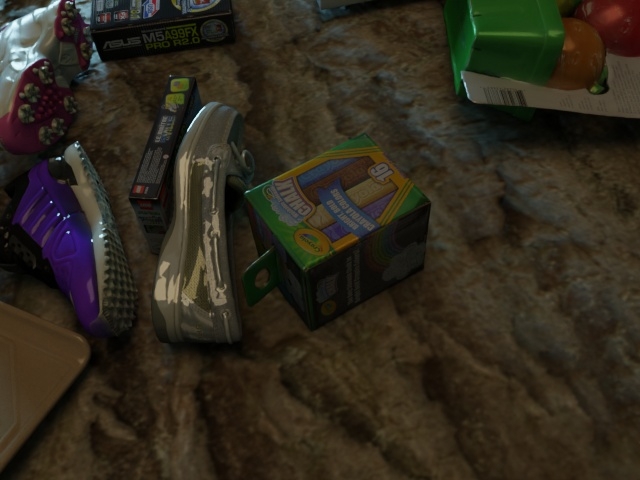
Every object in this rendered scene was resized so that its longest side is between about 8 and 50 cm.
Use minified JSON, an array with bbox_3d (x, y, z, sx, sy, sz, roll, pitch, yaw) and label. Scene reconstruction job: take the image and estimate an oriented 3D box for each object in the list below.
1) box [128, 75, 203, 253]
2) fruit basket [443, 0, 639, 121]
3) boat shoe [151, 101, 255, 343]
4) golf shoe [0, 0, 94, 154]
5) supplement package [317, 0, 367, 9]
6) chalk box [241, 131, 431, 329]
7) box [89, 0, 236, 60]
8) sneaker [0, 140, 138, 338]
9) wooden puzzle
[{"bbox_3d":[-0.187,-0.097,0.964,0.036,0.114,0.207,4,55,7],"label":"box"},{"bbox_3d":[0.353,-0.281,1.059,0.353,0.165,0.327,6,54,-11],"label":"fruit basket"},{"bbox_3d":[-0.124,-0.026,0.910,0.103,0.118,0.320,4,58,4],"label":"boat shoe"},{"bbox_3d":[-0.426,-0.229,1.094,0.140,0.115,0.306,-7,46,11],"label":"golf shoe"},{"bbox_3d":[0.117,-0.504,1.189,0.293,0.175,0.177,-12,47,-4],"label":"supplement package"},{"bbox_3d":[0.000,0.000,0.867,0.213,0.132,0.132,-27,57,-16],"label":"chalk box"},{"bbox_3d":[-0.257,-0.415,1.233,0.216,0.060,0.270,-9,54,-1],"label":"box"},{"bbox_3d":[-0.317,0.015,0.909,0.146,0.102,0.293,-22,50,-6],"label":"sneaker"},{"bbox_3d":[-0.400,0.173,0.820,0.221,0.044,0.238,18,54,17],"label":"wooden puzzle"}]
